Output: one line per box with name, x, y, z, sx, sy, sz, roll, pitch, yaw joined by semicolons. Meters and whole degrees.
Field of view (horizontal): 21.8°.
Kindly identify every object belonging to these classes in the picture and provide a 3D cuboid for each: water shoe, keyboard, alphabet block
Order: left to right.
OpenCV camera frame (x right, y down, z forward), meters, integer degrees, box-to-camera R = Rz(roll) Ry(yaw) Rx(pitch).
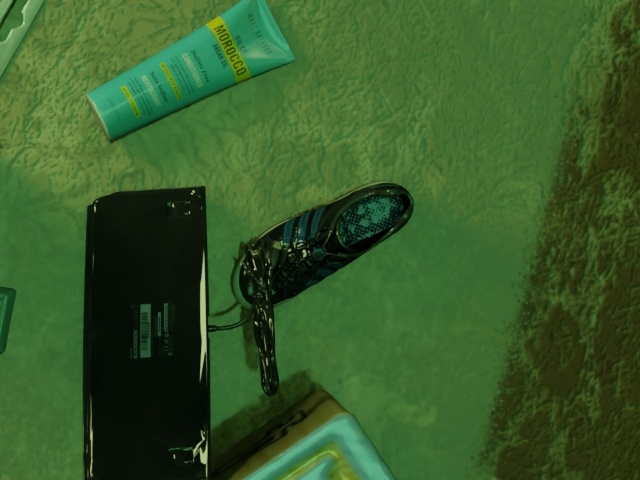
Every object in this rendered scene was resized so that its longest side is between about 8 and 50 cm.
keyboard;-0.128;0.090;1.600;0.202;0.033;0.317;-3;64;1
alphabet block;-0.013;0.278;1.603;0.193;0.197;0.192;-32;94;-5
water shoe;0.000;0.000;1.656;0.203;0.080;0.073;-34;94;-5

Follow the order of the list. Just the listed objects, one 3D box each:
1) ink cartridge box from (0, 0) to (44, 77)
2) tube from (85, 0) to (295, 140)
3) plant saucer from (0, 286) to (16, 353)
ink cartridge box;-0.368;-0.258;1.640;0.179;0.045;0.145;30;87;-24
tube;-0.132;-0.169;1.659;0.207;0.052;0.080;-29;105;-11
plant saucer;-0.403;0.064;1.645;0.192;0.018;0.067;11;90;-7
